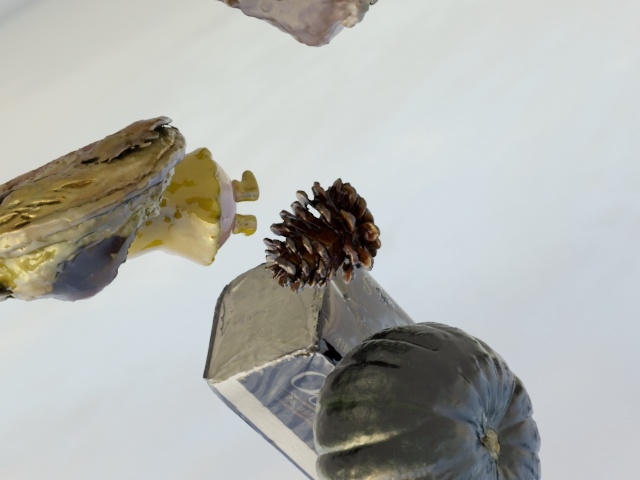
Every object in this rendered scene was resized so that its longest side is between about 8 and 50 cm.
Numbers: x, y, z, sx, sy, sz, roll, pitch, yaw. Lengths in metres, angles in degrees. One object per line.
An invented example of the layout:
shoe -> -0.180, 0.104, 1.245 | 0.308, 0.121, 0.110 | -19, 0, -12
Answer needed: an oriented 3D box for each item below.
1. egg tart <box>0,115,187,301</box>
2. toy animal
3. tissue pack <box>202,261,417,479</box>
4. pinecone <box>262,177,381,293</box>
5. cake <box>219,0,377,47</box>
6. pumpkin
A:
egg tart -> -0.244, -0.016, 1.696 | 0.297, 0.132, 0.297 | -25, -165, 7
toy animal -> -0.180, -0.036, 2.079 | 0.229, 0.156, 0.156 | -6, 180, -26
tissue pack -> 0.039, 0.198, 2.293 | 0.198, 0.370, 0.210 | -27, -144, 25
pinecone -> 0.001, 0.003, 1.626 | 0.109, 0.102, 0.102 | -45, -166, -13
cake -> -0.006, -0.378, 1.807 | 0.290, 0.282, 0.256 | -63, -177, -32
pumpkin -> 0.094, 0.180, 1.570 | 0.161, 0.221, 0.220 | -6, -155, 40
